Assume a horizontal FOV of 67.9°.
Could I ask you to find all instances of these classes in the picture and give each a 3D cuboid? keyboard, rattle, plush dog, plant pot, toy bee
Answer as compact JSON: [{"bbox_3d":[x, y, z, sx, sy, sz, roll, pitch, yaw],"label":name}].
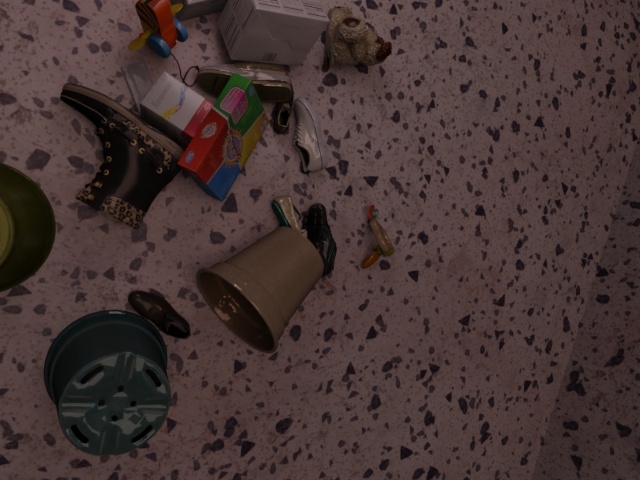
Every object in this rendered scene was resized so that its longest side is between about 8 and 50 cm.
[{"bbox_3d":[-0.520,-0.408,1.442,0.072,0.014,0.256,-25,104,-29],"label":"keyboard"},{"bbox_3d":[0.189,-0.016,1.817,0.200,0.142,0.130,59,35,-1],"label":"rattle"},{"bbox_3d":[0.135,-0.679,1.669,0.225,0.262,0.211,4,124,-18],"label":"plush dog"},{"bbox_3d":[-0.559,0.386,1.284,0.340,0.334,0.342,-2,94,-28],"label":"plant pot"},{"bbox_3d":[-0.834,-0.025,1.109,0.366,0.353,0.367,-2,94,-27],"label":"plant pot"},{"bbox_3d":[-0.164,0.129,1.508,0.305,0.333,0.334,-43,111,-31],"label":"plant pot"},{"bbox_3d":[-0.474,-0.586,1.366,0.162,0.298,0.195,33,52,14],"label":"toy bee"}]

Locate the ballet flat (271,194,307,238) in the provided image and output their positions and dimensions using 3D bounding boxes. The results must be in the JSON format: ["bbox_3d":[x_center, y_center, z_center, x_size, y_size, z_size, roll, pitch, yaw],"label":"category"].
[{"bbox_3d":[-0.088,-0.042,1.644,0.086,0.086,0.249,-26,105,-24],"label":"ballet flat"}]

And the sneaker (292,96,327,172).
[{"bbox_3d":[-0.050,-0.359,1.638,0.091,0.094,0.258,-26,105,-28],"label":"sneaker"}]

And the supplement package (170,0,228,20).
[{"bbox_3d":[-0.363,-0.802,1.422,0.194,0.149,0.203,-27,106,-23],"label":"supplement package"}]

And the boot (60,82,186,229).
[{"bbox_3d":[-0.599,-0.231,1.344,0.377,0.138,0.284,33,80,-26],"label":"boot"}]

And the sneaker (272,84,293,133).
[{"bbox_3d":[-0.115,-0.456,1.612,0.066,0.071,0.189,6,90,-27],"label":"sneaker"}]

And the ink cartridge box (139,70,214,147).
[{"bbox_3d":[-0.420,-0.379,1.399,0.176,0.128,0.127,33,75,-14],"label":"ink cartridge box"}]

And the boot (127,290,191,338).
[{"bbox_3d":[-0.479,0.226,1.442,0.219,0.106,0.082,40,75,-24],"label":"boot"}]

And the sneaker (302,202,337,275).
[{"bbox_3d":[0.000,0.000,1.699,0.106,0.101,0.268,-4,96,-47],"label":"sneaker"}]

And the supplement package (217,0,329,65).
[{"bbox_3d":[-0.147,-0.671,1.466,0.261,0.204,0.145,-10,71,-37],"label":"supplement package"}]

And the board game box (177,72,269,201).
[{"bbox_3d":[-0.283,-0.304,1.449,0.064,0.242,0.317,26,80,14],"label":"board game box"}]

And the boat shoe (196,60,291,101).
[{"bbox_3d":[-0.244,-0.520,1.532,0.302,0.113,0.104,4,64,-21],"label":"boat shoe"}]
